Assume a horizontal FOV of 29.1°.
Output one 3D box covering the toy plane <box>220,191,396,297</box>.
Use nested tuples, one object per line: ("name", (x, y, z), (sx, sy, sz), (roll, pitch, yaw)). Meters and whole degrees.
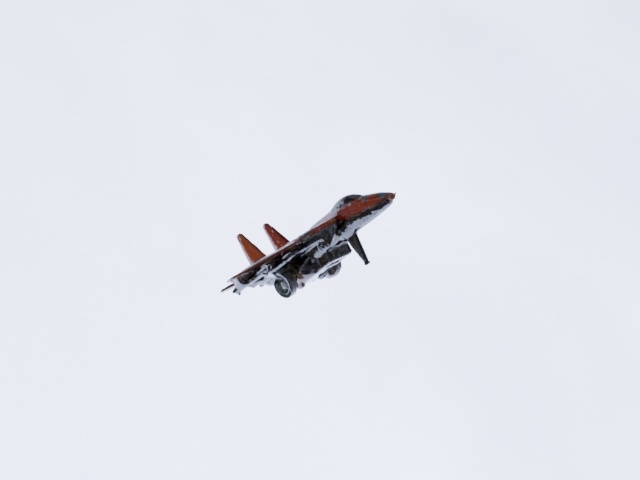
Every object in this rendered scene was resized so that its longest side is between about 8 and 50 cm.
("toy plane", (0.001, 0.003, 0.969), (0.130, 0.189, 0.061), (-22, -87, -41))
